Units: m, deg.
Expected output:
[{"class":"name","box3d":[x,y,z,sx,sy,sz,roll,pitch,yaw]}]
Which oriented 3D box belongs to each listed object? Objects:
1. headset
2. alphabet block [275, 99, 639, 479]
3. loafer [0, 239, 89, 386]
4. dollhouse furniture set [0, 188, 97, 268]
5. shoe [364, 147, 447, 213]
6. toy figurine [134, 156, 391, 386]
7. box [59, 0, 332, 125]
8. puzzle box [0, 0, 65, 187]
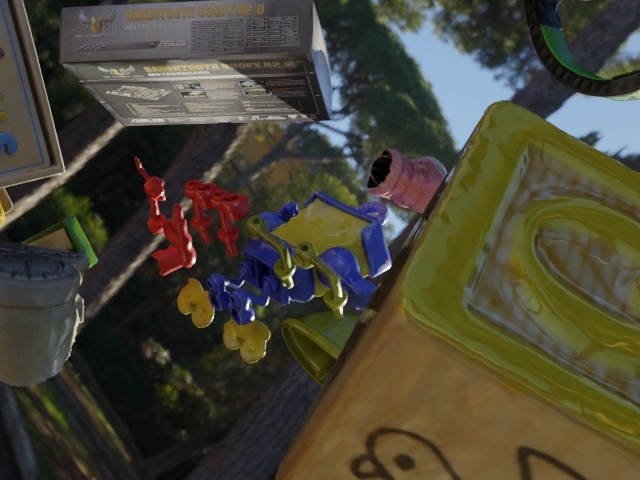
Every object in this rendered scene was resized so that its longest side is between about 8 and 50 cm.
[{"class":"headset","box3d":[0.355,-0.353,1.019,0.243,0.185,0.394,-9,-96,50]},{"class":"alphabet block","box3d":[0.115,0.075,0.516,0.192,0.193,0.197,28,-44,2]},{"class":"loafer","box3d":[-0.241,0.052,0.720,0.268,0.102,0.092,-166,-94,-77]},{"class":"dollhouse furniture set","box3d":[-0.556,-0.042,1.559,0.301,0.151,0.197,64,19,-9]},{"class":"shoe","box3d":[0.091,-0.072,0.994,0.081,0.063,0.178,26,10,-12]},{"class":"toy figurine","box3d":[0.000,0.000,0.901,0.362,0.217,0.191,25,-46,47]},{"class":"box","box3d":[-0.111,-0.168,0.875,0.183,0.231,0.056,61,29,-76]},{"class":"puzzle box","box3d":[-0.451,-0.236,0.947,0.052,0.272,0.409,21,-55,63]}]
